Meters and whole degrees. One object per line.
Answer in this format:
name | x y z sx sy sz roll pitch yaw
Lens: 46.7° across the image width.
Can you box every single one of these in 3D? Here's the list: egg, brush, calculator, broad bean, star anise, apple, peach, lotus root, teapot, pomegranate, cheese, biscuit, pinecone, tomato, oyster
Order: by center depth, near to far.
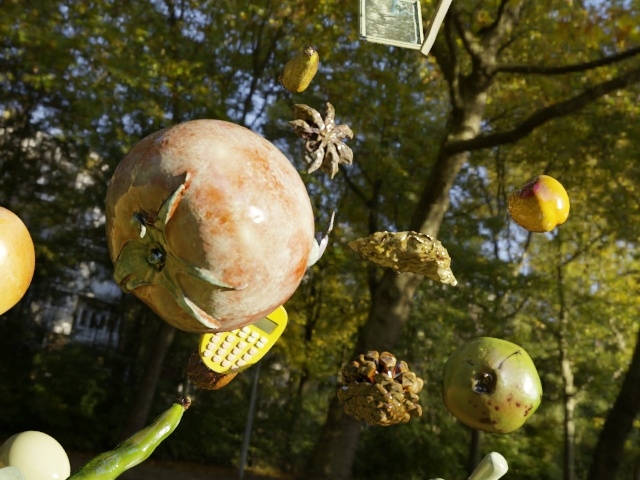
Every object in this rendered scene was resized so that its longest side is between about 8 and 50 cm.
tomato | -0.166 -0.021 1.094 0.317 0.316 0.282 -2 19 37
broad bean | -0.335 0.369 1.291 0.060 0.297 0.043 31 -41 36
pomegranate | 0.311 0.269 1.391 0.179 0.179 0.210 11 -9 -4
brush | 0.275 -0.504 1.417 0.050 0.321 0.060 27 14 10
calculator | -0.153 0.173 1.511 0.146 0.235 0.032 34 9 -25
apple | -0.719 0.050 1.551 0.254 0.253 0.253 9 -14 2
peach | 0.522 -0.083 1.765 0.138 0.138 0.138 9 -14 2
teapot | 0.325 0.638 1.813 0.149 0.318 0.220 49 -3 -5
star anise | 0.014 -0.263 1.901 0.197 0.212 0.073 -17 -8 -41
pinecone | 0.156 0.389 1.958 0.229 0.202 0.201 2 9 8
biscuit | -0.283 0.321 2.024 0.192 0.192 0.049 0 -40 32
egg | -0.837 0.660 2.160 0.242 0.186 0.186 28 -3 31
lotus root | -0.052 -0.513 2.202 0.094 0.108 0.191 15 -25 -26
cheese | 0.000 0.000 2.303 0.042 0.105 0.191 23 -52 -10
oyster | 0.287 0.049 2.361 0.396 0.111 0.204 16 -24 -9

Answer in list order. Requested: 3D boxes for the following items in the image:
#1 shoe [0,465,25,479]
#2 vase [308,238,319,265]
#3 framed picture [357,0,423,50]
shoe | -0.629 0.553 1.496 0.079 0.078 0.195 -7 38 -26
vase | -0.111 0.058 2.038 0.143 0.143 0.299 3 16 24
framed picture | 0.149 -0.473 1.582 0.142 0.183 0.011 8 -40 -6
